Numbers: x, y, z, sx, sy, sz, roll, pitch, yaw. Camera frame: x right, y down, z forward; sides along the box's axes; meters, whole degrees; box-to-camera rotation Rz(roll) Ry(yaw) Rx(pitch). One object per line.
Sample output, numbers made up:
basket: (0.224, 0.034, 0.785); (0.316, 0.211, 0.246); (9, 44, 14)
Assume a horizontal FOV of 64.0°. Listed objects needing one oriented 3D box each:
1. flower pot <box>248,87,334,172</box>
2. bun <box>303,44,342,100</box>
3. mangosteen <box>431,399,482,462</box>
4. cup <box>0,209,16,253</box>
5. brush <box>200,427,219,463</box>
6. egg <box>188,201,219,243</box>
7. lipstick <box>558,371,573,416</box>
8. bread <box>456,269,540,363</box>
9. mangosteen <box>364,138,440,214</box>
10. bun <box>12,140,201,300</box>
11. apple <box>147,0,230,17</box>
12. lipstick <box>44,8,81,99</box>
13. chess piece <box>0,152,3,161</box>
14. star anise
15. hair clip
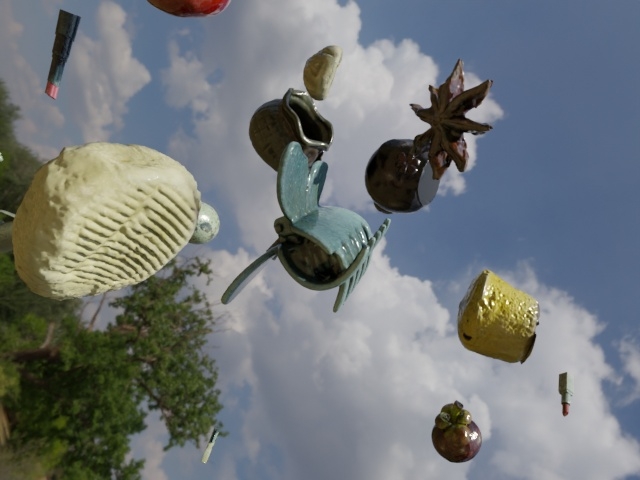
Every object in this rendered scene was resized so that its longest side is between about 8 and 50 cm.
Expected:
flower pot: (-0.093, -0.364, 1.805); (0.213, 0.301, 0.302); (-32, -106, 28)
bun: (0.000, -0.532, 1.599); (0.183, 0.102, 0.183); (-158, -90, -85)
mangosteen: (0.395, 0.572, 1.534); (0.181, 0.145, 0.156); (59, -10, -25)
cup: (-0.565, -0.021, 0.951); (0.054, 0.083, 0.075); (28, 49, -77)
brush: (-0.265, 0.496, 1.239); (0.013, 0.016, 0.084); (1, -119, 45)
egg: (-0.387, -0.058, 1.580); (0.132, 0.172, 0.132); (-7, -110, 21)
lipstick: (0.683, 0.431, 1.426); (0.030, 0.129, 0.030); (36, -41, -13)
bread: (0.397, 0.172, 1.159); (0.170, 0.197, 0.197); (21, -54, 11)
mangosteen: (0.290, -0.210, 1.780); (0.233, 0.287, 0.288); (9, -69, 34)
bun: (-0.256, -0.028, 0.608); (0.134, 0.220, 0.220); (49, -40, 18)
apple: (-0.353, -0.703, 1.338); (0.260, 0.260, 0.217); (44, -45, 39)
lipstick: (-0.705, -0.500, 1.392); (0.053, 0.053, 0.234); (36, -70, 45)
chess piece: (-0.850, -0.243, 1.276); (0.149, 0.059, 0.059); (39, -41, 5)
star anise: (0.303, -0.287, 1.227); (0.288, 0.088, 0.288); (0, -90, 56)
hair clip: (0.000, 0.000, 1.157); (0.238, 0.318, 0.392); (29, -70, 9)
